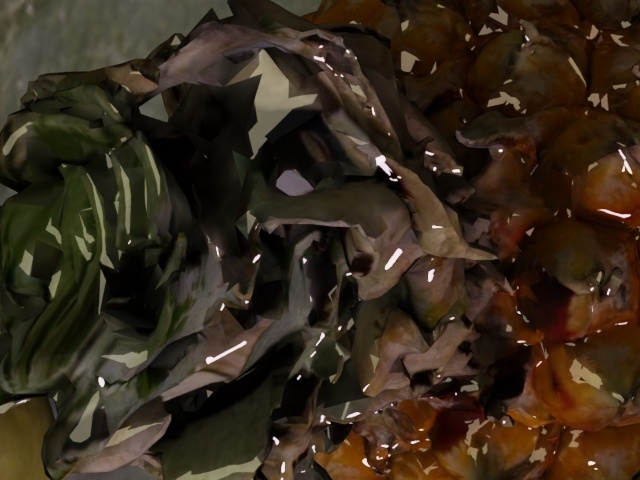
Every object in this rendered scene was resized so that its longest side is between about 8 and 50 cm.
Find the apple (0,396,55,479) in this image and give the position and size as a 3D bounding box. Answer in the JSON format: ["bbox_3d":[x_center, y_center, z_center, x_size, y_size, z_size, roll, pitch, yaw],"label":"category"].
[{"bbox_3d":[-0.242,0.110,0.625,0.262,0.262,0.262,-1,88,30],"label":"apple"}]

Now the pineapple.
[{"bbox_3d":[0.000,0.000,0.467,0.262,0.271,0.262,0,89,30],"label":"pineapple"}]
